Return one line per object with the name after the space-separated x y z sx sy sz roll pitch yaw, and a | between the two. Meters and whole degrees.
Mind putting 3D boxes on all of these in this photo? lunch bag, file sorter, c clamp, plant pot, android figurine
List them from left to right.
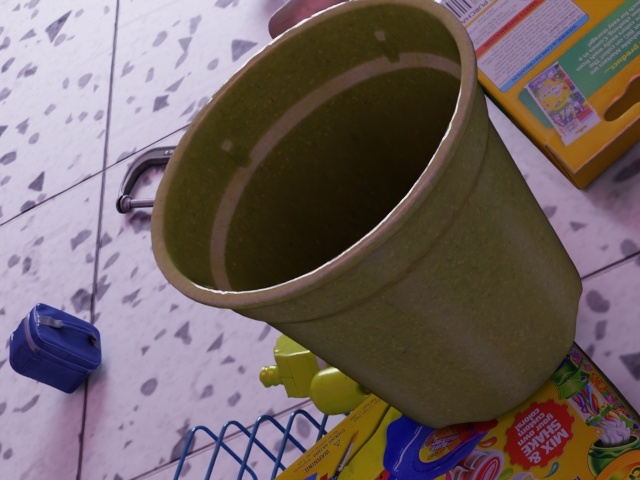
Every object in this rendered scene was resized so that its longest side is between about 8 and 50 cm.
-0.282 0.116 2.014 0.065 0.098 0.067 -47 35 29 | lunch bag
-0.183 -0.060 2.145 0.161 0.022 0.137 4 58 44 | c clamp
-0.036 0.223 1.669 0.170 0.118 0.104 -13 44 35 | file sorter
0.059 0.002 1.379 0.276 0.254 0.276 -25 41 24 | plant pot
0.071 0.085 1.645 0.273 0.056 0.248 -15 11 29 | android figurine

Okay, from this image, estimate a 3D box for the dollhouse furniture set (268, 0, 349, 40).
0.043 -0.104 1.829 0.161 0.212 0.242 -37 65 8 | dollhouse furniture set

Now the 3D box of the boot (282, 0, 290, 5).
0.026 -0.277 2.111 0.123 0.095 0.258 -30 48 10 | boot

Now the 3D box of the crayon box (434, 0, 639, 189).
0.257 -0.189 1.793 0.203 0.083 0.323 -40 41 4 | crayon box

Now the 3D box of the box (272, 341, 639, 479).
0.143 0.236 1.441 0.290 0.177 0.279 -42 38 4 | box
